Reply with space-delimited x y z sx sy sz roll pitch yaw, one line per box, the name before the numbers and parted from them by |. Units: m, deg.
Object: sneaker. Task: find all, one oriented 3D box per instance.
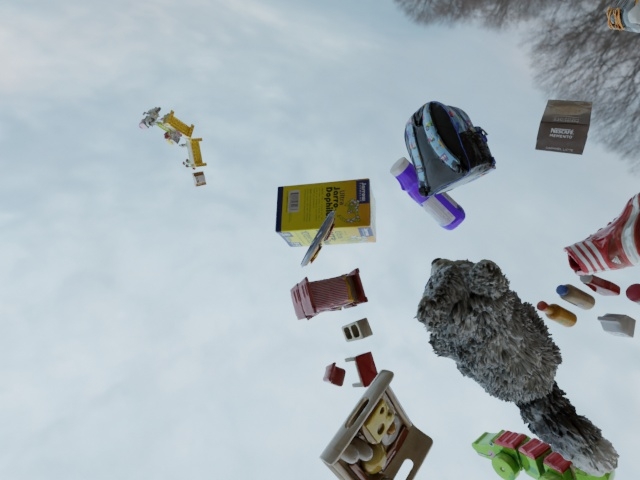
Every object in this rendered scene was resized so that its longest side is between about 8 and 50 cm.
sneaker | 0.480 -0.012 0.686 0.221 0.128 0.086 -25 -91 -42
sneaker | 0.653 -0.479 0.871 0.083 0.084 0.215 -6 -156 41

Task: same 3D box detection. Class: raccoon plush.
raccoon plush | 0.364 0.201 0.735 0.446 0.299 0.216 38 -91 29

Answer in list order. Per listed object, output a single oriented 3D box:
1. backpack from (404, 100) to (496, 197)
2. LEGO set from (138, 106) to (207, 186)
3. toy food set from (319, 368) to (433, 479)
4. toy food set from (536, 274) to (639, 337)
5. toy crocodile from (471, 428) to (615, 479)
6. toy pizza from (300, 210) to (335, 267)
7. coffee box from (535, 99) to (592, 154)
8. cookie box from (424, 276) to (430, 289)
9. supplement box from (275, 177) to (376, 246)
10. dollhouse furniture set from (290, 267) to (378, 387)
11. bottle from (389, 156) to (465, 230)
backpack | 0.256 -0.196 0.848 0.117 0.158 0.173 -16 -98 -26
LEGO set | -0.465 -0.307 1.336 0.107 0.287 0.132 1 -129 33
toy food set | 0.141 0.451 0.892 0.093 0.306 0.219 13 -128 46
toy food set | 0.598 0.133 0.878 0.105 0.232 0.111 24 -103 -20
toy crocodile | 0.509 0.518 0.977 0.115 0.341 0.105 -19 -88 -27
toy pizza | 0.000 0.000 1.247 0.032 0.201 0.201 30 -140 -4
coffee box | 0.809 -0.382 1.364 0.141 0.098 0.246 13 -141 26
cookie box | 0.364 0.125 1.191 0.092 0.040 0.107 8 -142 32
supplement box | 0.027 -0.099 1.588 0.357 0.194 0.195 -4 -110 13
dollhouse furniture set | 0.061 0.293 1.313 0.202 0.152 0.373 -10 -105 -28
bottle | 0.344 -0.152 1.331 0.283 0.092 0.118 39 -163 -17
